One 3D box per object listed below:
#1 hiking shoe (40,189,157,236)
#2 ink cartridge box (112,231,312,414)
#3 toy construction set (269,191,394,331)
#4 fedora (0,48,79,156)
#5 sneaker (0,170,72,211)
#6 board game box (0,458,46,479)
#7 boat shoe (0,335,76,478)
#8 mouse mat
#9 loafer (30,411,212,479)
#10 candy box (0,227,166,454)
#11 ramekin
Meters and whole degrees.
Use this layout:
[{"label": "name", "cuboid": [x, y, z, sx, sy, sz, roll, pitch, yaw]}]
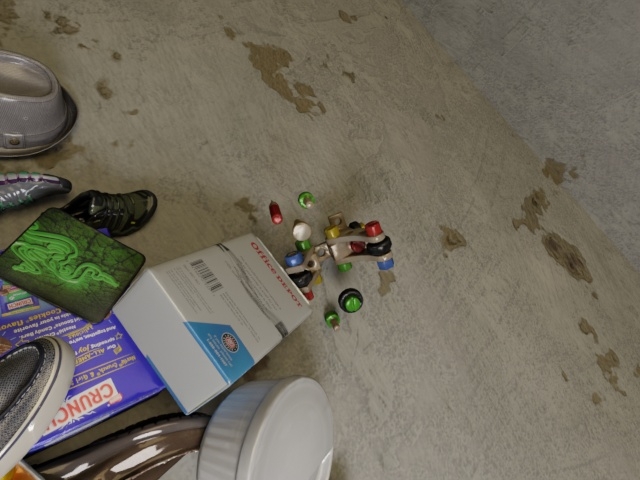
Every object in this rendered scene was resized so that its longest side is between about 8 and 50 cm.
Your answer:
[{"label": "hiking shoe", "cuboid": [-0.431, -0.057, 0.832, 0.226, 0.114, 0.086, -31, 81, -37]}, {"label": "ink cartridge box", "cuboid": [-0.181, 0.132, 0.783, 0.223, 0.129, 0.307, 51, 26, 6]}, {"label": "toy construction set", "cuboid": [0.000, 0.000, 1.000, 0.309, 0.257, 0.237, 43, 6, -21]}, {"label": "fedora", "cuboid": [-0.652, -0.298, 0.841, 0.275, 0.124, 0.244, 2, 62, -28]}, {"label": "sneaker", "cuboid": [-0.603, -0.078, 0.790, 0.223, 0.083, 0.098, -2, 85, -25]}, {"label": "board game box", "cuboid": [-0.400, 0.546, 0.479, 0.390, 0.050, 0.390, 44, 68, -2]}, {"label": "boat shoe", "cuboid": [-0.456, 0.236, 0.465, 0.127, 0.158, 0.341, 18, 60, 27]}, {"label": "mouse mat", "cuboid": [-0.420, 0.039, 0.704, 0.189, 0.007, 0.153, 30, 51, -11]}, {"label": "loafer", "cuboid": [-0.338, 0.379, 0.645, 0.365, 0.134, 0.130, -15, 78, -23]}, {"label": "candy box", "cuboid": [-0.449, 0.167, 0.694, 0.268, 0.122, 0.317, -17, 72, -36]}, {"label": "ramekin", "cuboid": [-0.091, 0.368, 0.709, 0.272, 0.127, 0.273, 10, 78, -61]}]
